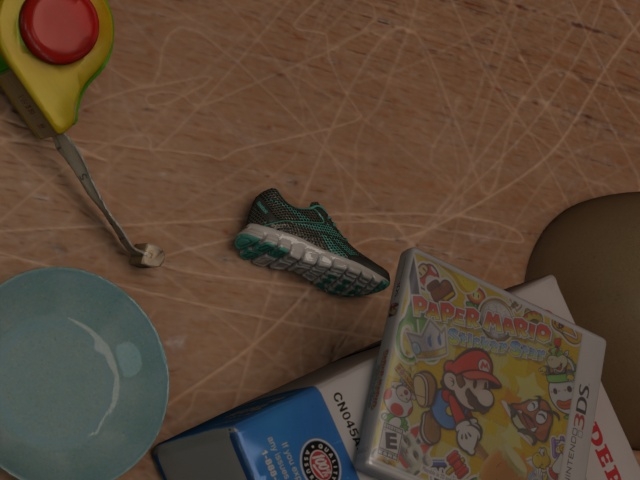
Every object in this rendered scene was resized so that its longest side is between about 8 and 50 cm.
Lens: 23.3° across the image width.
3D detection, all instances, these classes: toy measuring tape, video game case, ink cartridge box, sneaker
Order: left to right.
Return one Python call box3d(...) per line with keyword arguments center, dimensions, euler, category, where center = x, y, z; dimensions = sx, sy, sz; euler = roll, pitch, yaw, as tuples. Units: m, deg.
box3d(center=(-0.208, -0.134, 1.385), dimensions=(0.121, 0.121, 0.330), euler=(-43, 108, -33), category="toy measuring tape")
box3d(center=(0.000, 0.000, 1.501), dimensions=(0.166, 0.065, 0.076), euler=(24, 61, -25), category="sneaker")
box3d(center=(0.092, 0.234, 1.423), dimensions=(0.395, 0.166, 0.285), euler=(-23, 88, -35), category="ink cartridge box")
box3d(center=(0.147, 0.141, 1.369), dimensions=(0.227, 0.026, 0.206), euler=(25, 63, -23), category="video game case")

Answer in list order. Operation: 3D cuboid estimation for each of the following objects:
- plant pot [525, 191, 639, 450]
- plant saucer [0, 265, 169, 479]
box3d(center=(0.385, 0.069, 1.639), dimensions=(0.284, 0.191, 0.284), euler=(9, 72, -30), category="plant pot")
box3d(center=(-0.225, 0.121, 1.339), dimensions=(0.195, 0.037, 0.194), euler=(10, 71, -30), category="plant saucer")
